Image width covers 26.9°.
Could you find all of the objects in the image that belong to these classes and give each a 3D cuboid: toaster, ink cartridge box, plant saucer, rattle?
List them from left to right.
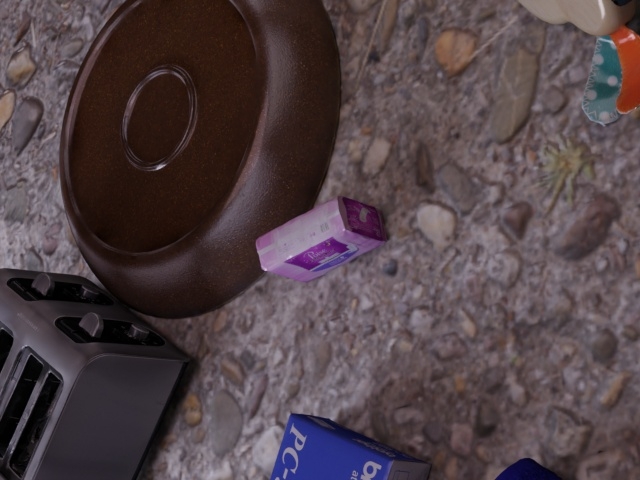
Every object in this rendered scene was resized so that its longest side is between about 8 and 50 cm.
[{"bbox_3d":[-0.215,0.128,1.063,0.168,0.110,0.186,32,101,43],"label":"toaster"},{"bbox_3d":[-0.116,-0.094,1.078,0.310,0.050,0.311,-12,71,38],"label":"plant saucer"},{"bbox_3d":[-0.004,0.229,0.892,0.097,0.046,0.207,17,90,42],"label":"ink cartridge box"},{"bbox_3d":[0.188,-0.185,0.843,0.200,0.142,0.130,54,148,20],"label":"rattle"}]

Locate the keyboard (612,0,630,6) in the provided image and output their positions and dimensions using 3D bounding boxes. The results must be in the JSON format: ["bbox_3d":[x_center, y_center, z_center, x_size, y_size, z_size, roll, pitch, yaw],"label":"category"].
[{"bbox_3d":[0.208,-0.229,0.761,0.100,0.038,0.192,133,149,-63],"label":"keyboard"}]

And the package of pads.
[{"bbox_3d":[0.000,0.000,0.946,0.083,0.050,0.032,-27,62,34],"label":"package of pads"}]

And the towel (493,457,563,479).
[{"bbox_3d":[0.146,0.292,0.721,0.308,0.076,0.228,39,106,41],"label":"towel"}]
